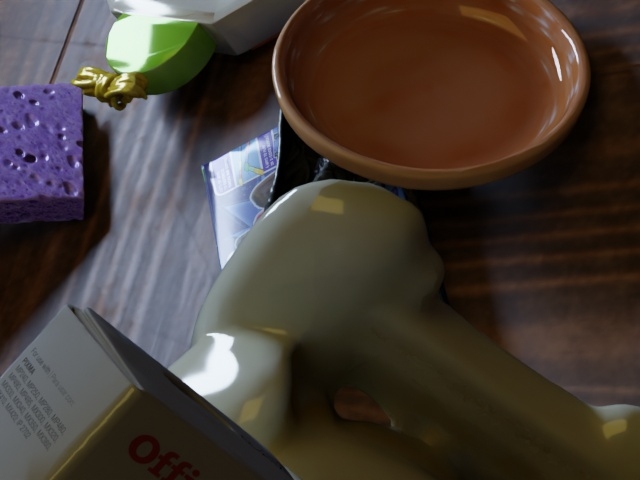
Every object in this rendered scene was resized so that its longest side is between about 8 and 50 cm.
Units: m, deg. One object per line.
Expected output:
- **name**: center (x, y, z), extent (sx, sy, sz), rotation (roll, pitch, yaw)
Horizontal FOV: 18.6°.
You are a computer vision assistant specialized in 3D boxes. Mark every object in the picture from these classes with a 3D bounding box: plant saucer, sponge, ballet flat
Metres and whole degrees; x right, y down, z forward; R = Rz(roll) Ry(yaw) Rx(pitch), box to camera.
- **plant saucer**: center (0.069, -0.100, 1.234), extent (0.200, 0.037, 0.200), rotation (0, 48, 0)
- **sponge**: center (-0.276, -0.060, 1.423), extent (0.210, 0.031, 0.117), rotation (-3, 50, -6)
- **ballet flat**: center (-0.005, -0.063, 1.244), extent (0.057, 0.049, 0.173), rotation (-17, 48, 22)

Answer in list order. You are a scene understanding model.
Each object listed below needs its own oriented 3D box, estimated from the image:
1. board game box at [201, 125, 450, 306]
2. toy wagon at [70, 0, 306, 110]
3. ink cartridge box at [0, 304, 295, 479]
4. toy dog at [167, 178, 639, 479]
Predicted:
- **board game box**: center (0.000, 0.000, 1.254), extent (0.136, 0.035, 0.201), rotation (-26, 46, 15)
- **toy wagon**: center (-0.070, -0.230, 1.459), extent (0.267, 0.068, 0.344), rotation (12, 65, 40)
- **ink cartridge box**: center (-0.097, 0.131, 0.716), extent (0.175, 0.127, 0.072), rotation (-48, 36, 0)
- **toy dog**: center (-0.026, 0.232, 0.872), extent (0.395, 0.284, 0.408), rotation (-32, 26, 32)
